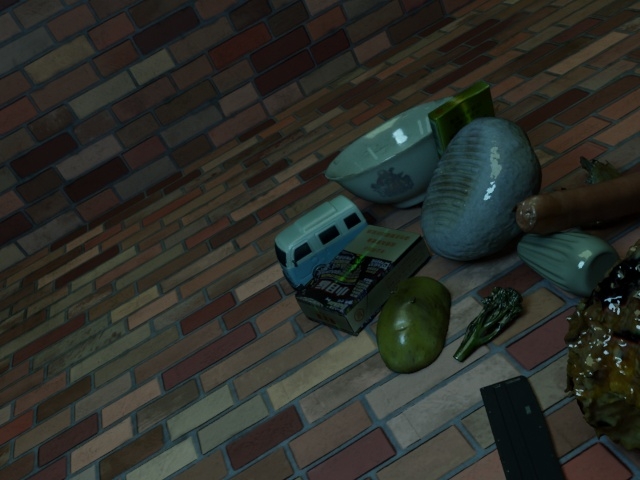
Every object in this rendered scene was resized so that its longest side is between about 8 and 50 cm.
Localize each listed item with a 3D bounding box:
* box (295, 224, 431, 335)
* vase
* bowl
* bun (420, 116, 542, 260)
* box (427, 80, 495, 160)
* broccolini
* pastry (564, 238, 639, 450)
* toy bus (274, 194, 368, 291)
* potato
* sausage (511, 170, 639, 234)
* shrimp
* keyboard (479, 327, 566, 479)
[{"bbox_3d":[0.109,0.092,1.784,0.310,0.084,0.198,-43,33,-25],"label":"box"},{"bbox_3d":[0.518,0.039,1.493,0.128,0.128,0.248,-35,22,-11],"label":"vase"},{"bbox_3d":[0.247,-0.221,2.015,0.435,0.196,0.435,-30,17,10],"label":"bowl"},{"bbox_3d":[0.392,-0.111,1.678,0.362,0.211,0.362,-51,26,37],"label":"bun"},{"bbox_3d":[0.393,-0.249,1.850,0.173,0.311,0.043,-33,42,-8],"label":"box"},{"bbox_3d":[0.351,0.172,1.473,0.091,0.068,0.202,28,60,34],"label":"broccolini"},{"bbox_3d":[0.554,0.141,1.049,0.405,0.292,0.337,-29,36,62],"label":"pastry"},{"bbox_3d":[0.000,0.000,1.938,0.271,0.164,0.133,-32,30,-7],"label":"toy bus"},{"bbox_3d":[0.197,0.166,1.569,0.160,0.111,0.271,-9,35,27],"label":"potato"},{"bbox_3d":[0.617,-0.090,1.521,0.419,0.094,0.094,-14,-13,-14],"label":"sausage"},{"bbox_3d":[0.648,-0.111,1.686,0.173,0.058,0.253,-31,31,13],"label":"shrimp"},{"bbox_3d":[0.351,0.316,1.284,0.103,0.041,0.381,-21,36,12],"label":"keyboard"}]
